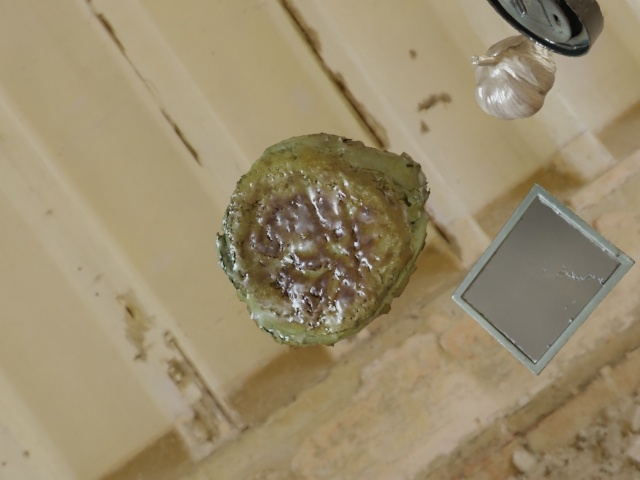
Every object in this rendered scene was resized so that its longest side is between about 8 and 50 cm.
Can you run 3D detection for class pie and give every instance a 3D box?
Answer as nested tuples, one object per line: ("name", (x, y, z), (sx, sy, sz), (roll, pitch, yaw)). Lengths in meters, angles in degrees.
("pie", (0.000, 0.000, 1.292), (0.354, 0.288, 0.103), (-57, -16, 15))

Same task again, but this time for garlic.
("garlic", (0.430, -0.401, 2.041), (0.212, 0.218, 0.218), (19, -46, -37))

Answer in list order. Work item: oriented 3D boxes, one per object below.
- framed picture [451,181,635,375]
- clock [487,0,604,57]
("framed picture", (0.408, 0.074, 1.634), (0.018, 0.231, 0.293), (-12, -39, -55))
("clock", (0.319, -0.355, 1.279), (0.042, 0.215, 0.215), (-50, -6, -1))
